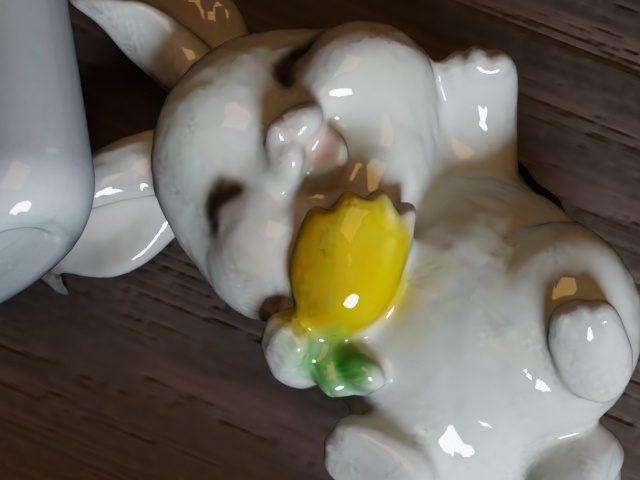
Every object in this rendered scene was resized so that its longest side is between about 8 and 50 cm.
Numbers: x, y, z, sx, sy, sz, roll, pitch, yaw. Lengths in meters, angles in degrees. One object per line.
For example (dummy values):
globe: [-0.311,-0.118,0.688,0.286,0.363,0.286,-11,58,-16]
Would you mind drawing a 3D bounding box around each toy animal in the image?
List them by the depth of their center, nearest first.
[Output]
toy animal: [0.006,-0.004,0.636,0.325,0.154,0.208,22,96,26]

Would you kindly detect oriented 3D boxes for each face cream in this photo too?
face cream: [-0.194,-0.130,0.672,0.163,0.080,0.336,-28,62,32]
